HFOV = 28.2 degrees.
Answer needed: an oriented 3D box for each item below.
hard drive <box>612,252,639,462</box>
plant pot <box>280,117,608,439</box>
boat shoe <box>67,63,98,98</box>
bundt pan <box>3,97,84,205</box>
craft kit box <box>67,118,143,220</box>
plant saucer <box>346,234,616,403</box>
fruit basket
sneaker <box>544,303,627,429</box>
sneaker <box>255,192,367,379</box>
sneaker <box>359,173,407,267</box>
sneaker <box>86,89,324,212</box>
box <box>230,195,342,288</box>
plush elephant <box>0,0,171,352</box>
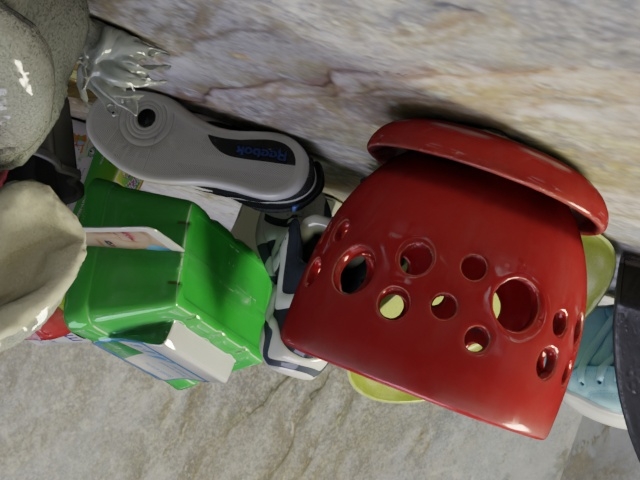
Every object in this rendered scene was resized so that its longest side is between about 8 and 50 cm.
[{"bbox_3d":[0.330,0.133,1.081,0.172,0.054,0.254,17,142,37],"label":"hard drive"},{"bbox_3d":[0.089,0.022,0.854,0.191,0.174,0.191,20,174,2],"label":"plant pot"},{"bbox_3d":[-0.236,-0.157,1.055,0.153,0.048,0.056,16,166,-31],"label":"boat shoe"},{"bbox_3d":[-0.392,-0.116,1.248,0.331,0.124,0.331,1,165,0],"label":"bundt pan"},{"bbox_3d":[-0.349,-0.036,1.590,0.247,0.250,0.061,18,173,38],"label":"craft kit box"},{"bbox_3d":[0.127,0.053,1.053,0.241,0.241,0.037,27,-148,-51],"label":"plant saucer"},{"bbox_3d":[-0.241,0.065,1.308,0.353,0.165,0.327,-9,155,21],"label":"fruit basket"},{"bbox_3d":[0.350,0.115,1.232,0.366,0.135,0.150,15,152,40],"label":"sneaker"},{"bbox_3d":[0.000,0.000,1.229,0.094,0.235,0.153,21,137,-14],"label":"sneaker"},{"bbox_3d":[0.128,0.020,1.163,0.146,0.134,0.343,-16,157,13],"label":"sneaker"},{"bbox_3d":[-0.102,-0.070,1.175,0.217,0.079,0.121,18,173,16],"label":"sneaker"},{"bbox_3d":[0.003,0.037,1.514,0.127,0.148,0.232,17,174,34],"label":"box"},{"bbox_3d":[-0.273,-0.072,0.840,0.272,0.255,0.330,15,173,46],"label":"plush elephant"}]
